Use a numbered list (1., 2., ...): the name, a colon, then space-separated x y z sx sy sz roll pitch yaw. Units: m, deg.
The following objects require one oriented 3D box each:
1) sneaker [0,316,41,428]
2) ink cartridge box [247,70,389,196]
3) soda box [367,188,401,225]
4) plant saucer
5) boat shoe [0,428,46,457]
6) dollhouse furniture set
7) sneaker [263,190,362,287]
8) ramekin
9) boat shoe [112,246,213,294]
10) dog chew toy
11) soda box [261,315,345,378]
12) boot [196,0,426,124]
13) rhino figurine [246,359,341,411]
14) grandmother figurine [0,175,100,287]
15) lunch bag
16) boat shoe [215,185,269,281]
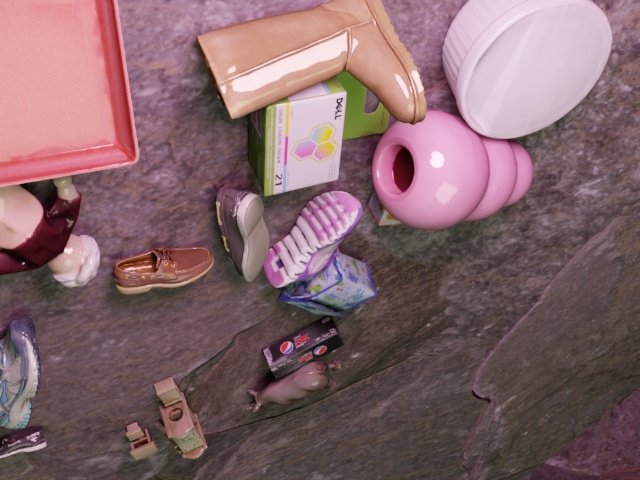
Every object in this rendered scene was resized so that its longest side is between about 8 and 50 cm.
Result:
1. sneaker: -0.568 0.247 1.560 0.122 0.110 0.283 1 134 -27
2. ink cartridge box: 0.017 -0.193 1.412 0.255 0.097 0.189 -13 140 -16
3. soda box: 0.185 -0.075 1.673 0.183 0.058 0.063 -6 137 -26
4. plant saucer: -0.383 -0.206 1.142 0.258 0.048 0.259 -12 115 -18
5. boat shoe: -0.617 0.411 1.770 0.125 0.038 0.046 -12 -179 -11
6. dollhouse furniture set: -0.348 0.403 1.867 0.161 0.101 0.182 -23 142 -5
7. sneaker: 0.000 0.000 1.633 0.104 0.095 0.236 11 133 -47
8. ramekin: 0.323 -0.308 1.436 0.273 0.127 0.273 -17 141 -14
9. boat shoe: -0.274 0.045 1.535 0.178 0.064 0.060 -14 142 -13
10. dog chew toy: 0.250 -0.123 1.557 0.332 0.206 0.206 -3 136 -39
11. soda box: -0.037 0.229 1.891 0.169 0.053 0.060 -26 142 0
12. boot: -0.011 -0.231 1.267 0.269 0.236 0.089 -22 165 -11
13. rhino figurine: -0.073 0.330 1.961 0.243 0.073 0.106 -28 159 26
14. grandmother figurine: -0.449 -0.026 1.331 0.208 0.104 0.342 -36 144 4
15. lunch bag: 0.012 0.097 1.746 0.151 0.096 0.129 -29 147 26
16. boat shoe: -0.140 -0.012 1.551 0.081 0.069 0.228 -55 160 -32
